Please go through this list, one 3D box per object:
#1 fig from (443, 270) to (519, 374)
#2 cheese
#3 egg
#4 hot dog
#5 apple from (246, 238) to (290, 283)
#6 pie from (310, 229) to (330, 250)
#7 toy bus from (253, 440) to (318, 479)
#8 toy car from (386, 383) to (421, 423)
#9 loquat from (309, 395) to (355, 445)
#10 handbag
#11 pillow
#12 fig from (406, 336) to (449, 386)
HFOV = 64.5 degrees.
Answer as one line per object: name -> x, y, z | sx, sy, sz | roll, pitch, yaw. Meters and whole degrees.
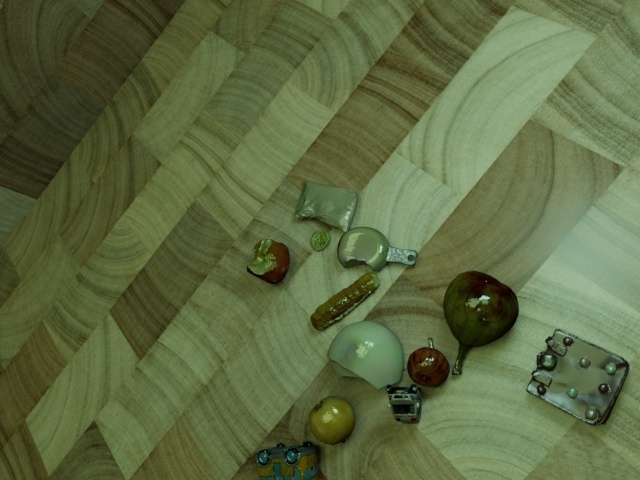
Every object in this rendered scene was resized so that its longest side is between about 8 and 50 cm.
fig -> 0.440, 0.257, 1.505 | 0.217, 0.217, 0.320 | 31, 112, 33
cheese -> 0.196, 0.042, 1.753 | 0.287, 0.082, 0.163 | 13, 81, 30
egg -> 0.130, 0.355, 1.634 | 0.271, 0.162, 0.206 | 8, 79, 30
hot dog -> 0.080, 0.211, 1.768 | 0.289, 0.068, 0.083 | -40, 52, 13
apple -> -0.188, 0.078, 1.917 | 0.156, 0.147, 0.158 | 0, 59, 63
pie -> 0.000, -0.002, 1.910 | 0.084, 0.021, 0.084 | -11, 69, 30
toy bus -> -0.105, 0.740, 1.657 | 0.210, 0.126, 0.136 | -14, 75, 24
toy car -> 0.251, 0.483, 1.496 | 0.090, 0.209, 0.108 | -3, 69, 15
loquat -> 0.038, 0.574, 1.620 | 0.163, 0.163, 0.137 | -66, 21, -5
handbag -> 0.693, 0.367, 1.374 | 0.216, 0.074, 0.203 | 26, 86, 33
pillow -> 0.016, -0.132, 1.919 | 0.270, 0.067, 0.173 | 14, 75, 31
fig -> 0.321, 0.378, 1.554 | 0.128, 0.128, 0.150 | -47, 30, 7
